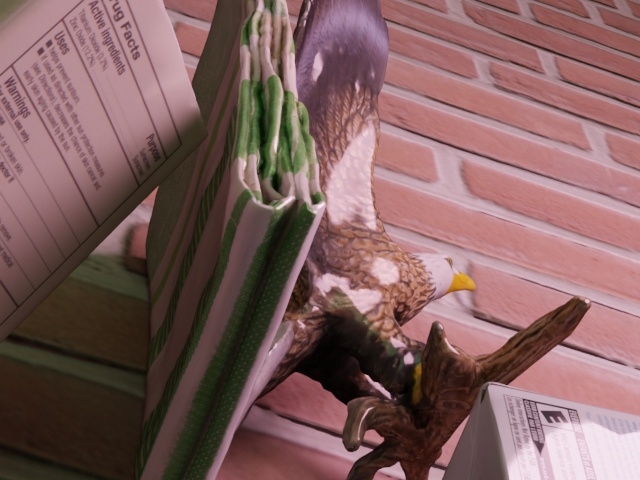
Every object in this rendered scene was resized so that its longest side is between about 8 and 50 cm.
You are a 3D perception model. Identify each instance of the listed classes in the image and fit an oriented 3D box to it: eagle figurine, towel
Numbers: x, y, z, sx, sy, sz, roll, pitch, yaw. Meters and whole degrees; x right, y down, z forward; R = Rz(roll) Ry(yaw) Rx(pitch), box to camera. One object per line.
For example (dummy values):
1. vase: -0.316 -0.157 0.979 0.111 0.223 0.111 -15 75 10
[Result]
1. eagle figurine: 0.006 0.002 0.788 0.298 0.226 0.225 61 7 28
2. towel: -0.064 -0.005 0.701 0.038 0.247 0.325 13 30 -14

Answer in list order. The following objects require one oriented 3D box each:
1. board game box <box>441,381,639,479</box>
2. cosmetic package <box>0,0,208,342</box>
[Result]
1. board game box: 0.204 0.186 0.511 0.303 0.097 0.224 13 32 -8
2. cosmetic package: -0.201 -0.008 0.537 0.113 0.160 0.309 34 69 24
